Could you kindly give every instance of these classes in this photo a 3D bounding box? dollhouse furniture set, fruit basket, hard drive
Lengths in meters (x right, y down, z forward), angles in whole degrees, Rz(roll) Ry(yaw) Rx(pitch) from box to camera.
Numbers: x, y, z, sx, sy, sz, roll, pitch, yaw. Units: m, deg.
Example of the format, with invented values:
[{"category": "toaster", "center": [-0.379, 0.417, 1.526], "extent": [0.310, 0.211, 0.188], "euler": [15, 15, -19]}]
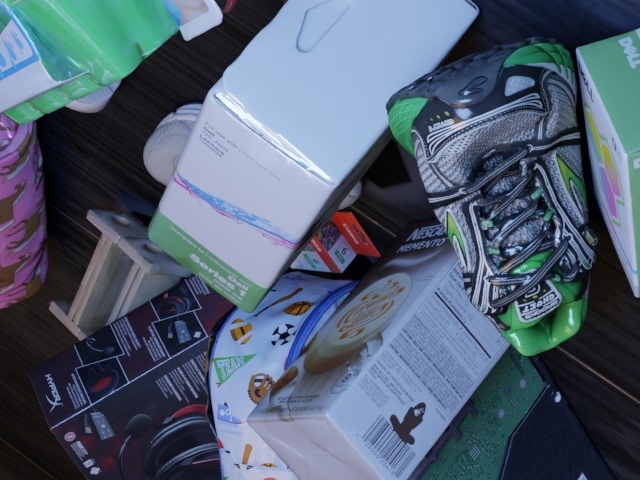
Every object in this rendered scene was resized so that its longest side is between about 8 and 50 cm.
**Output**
[{"category": "dollhouse furniture set", "center": [-0.178, 0.057, 2.019], "extent": [0.184, 0.129, 0.129], "euler": [7, -155, -47]}, {"category": "fruit basket", "center": [-0.252, -0.246, 1.246], "extent": [0.353, 0.165, 0.327], "euler": [46, 152, -18]}, {"category": "hard drive", "center": [0.176, 0.272, 1.717], "extent": [0.064, 0.237, 0.339], "euler": [8, 141, 48]}]

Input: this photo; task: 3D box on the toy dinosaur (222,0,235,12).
[{"category": "toy dinosaur", "center": [-0.074, -0.233, 1.429], "extent": [0.082, 0.047, 0.090], "euler": [25, -135, -87]}]

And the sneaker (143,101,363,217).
[{"category": "sneaker", "center": [-0.091, -0.050, 1.684], "extent": [0.262, 0.121, 0.099], "euler": [11, 142, 46]}]

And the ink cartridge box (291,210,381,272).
[{"category": "ink cartridge box", "center": [0.000, 0.000, 1.749], "extent": [0.115, 0.029, 0.063], "euler": [6, 138, 50]}]

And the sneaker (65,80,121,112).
[{"category": "sneaker", "center": [-0.296, -0.208, 1.752], "extent": [0.235, 0.090, 0.095], "euler": [45, 165, -7]}]

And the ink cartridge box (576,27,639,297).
[{"category": "ink cartridge box", "center": [0.221, -0.070, 1.237], "extent": [0.209, 0.062, 0.109], "euler": [74, -179, -49]}]

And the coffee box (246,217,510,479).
[{"category": "coffee box", "center": [0.070, 0.095, 1.555], "extent": [0.098, 0.246, 0.141], "euler": [49, 152, -17]}]

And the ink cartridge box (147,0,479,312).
[{"category": "ink cartridge box", "center": [-0.012, -0.089, 1.418], "extent": [0.117, 0.201, 0.278], "euler": [38, 154, 2]}]

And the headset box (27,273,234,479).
[{"category": "headset box", "center": [-0.124, 0.162, 1.924], "extent": [0.218, 0.293, 0.110], "euler": [63, 176, -38]}]

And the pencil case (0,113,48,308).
[{"category": "pencil case", "center": [-0.393, -0.057, 2.041], "extent": [0.386, 0.160, 0.167], "euler": [99, 150, -62]}]

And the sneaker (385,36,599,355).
[{"category": "sneaker", "center": [0.145, -0.027, 1.299], "extent": [0.343, 0.134, 0.146], "euler": [55, -164, -61]}]

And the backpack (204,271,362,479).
[{"category": "backpack", "center": [0.006, 0.166, 1.742], "extent": [0.213, 0.276, 0.263], "euler": [-5, 111, 30]}]
